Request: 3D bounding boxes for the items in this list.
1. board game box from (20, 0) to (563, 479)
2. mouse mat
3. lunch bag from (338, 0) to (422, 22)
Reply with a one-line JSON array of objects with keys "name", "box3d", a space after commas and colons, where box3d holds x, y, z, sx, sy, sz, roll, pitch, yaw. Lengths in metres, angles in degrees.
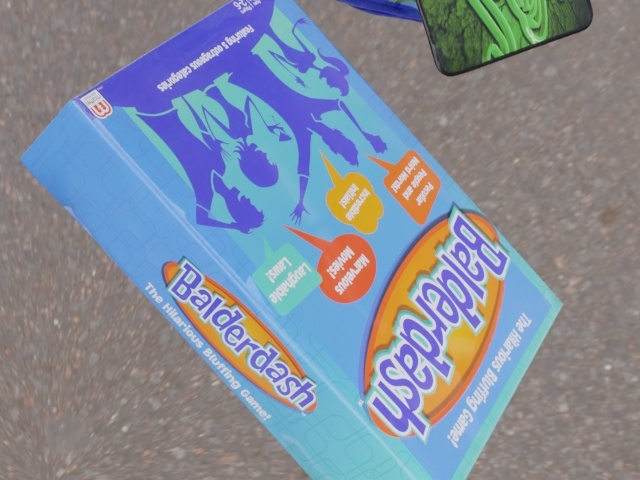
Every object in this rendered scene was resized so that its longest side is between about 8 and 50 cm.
[{"name": "board game box", "box3d": [0.000, 0.000, 0.517, 0.210, 0.047, 0.160, 48, 39, -5]}, {"name": "mouse mat", "box3d": [0.121, -0.228, 0.877, 0.152, 0.007, 0.189, -22, 101, -25]}, {"name": "lunch bag", "box3d": [0.043, -0.326, 1.073, 0.293, 0.138, 0.221, 11, 61, -49]}]
